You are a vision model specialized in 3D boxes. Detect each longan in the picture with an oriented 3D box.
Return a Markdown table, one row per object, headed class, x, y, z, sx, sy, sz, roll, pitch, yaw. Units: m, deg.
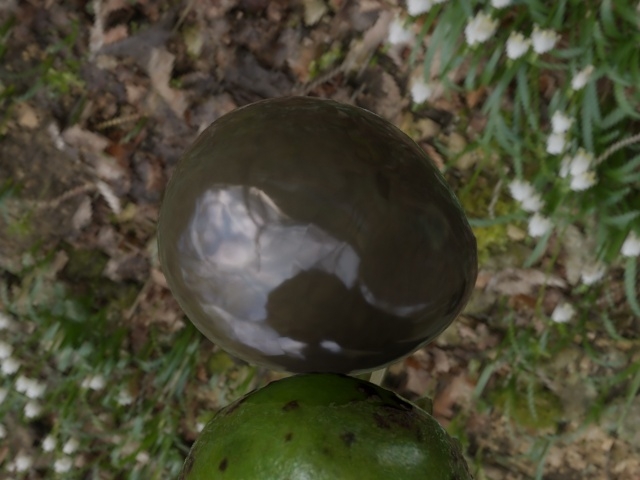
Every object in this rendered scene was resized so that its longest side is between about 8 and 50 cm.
| class | x | y | z | sx | sy | sz | roll | pitch | yaw |
| --- | --- | --- | --- | --- | --- | --- | --- | --- | --- |
| longan | 0.000 | 0.000 | 0.803 | 0.248 | 0.248 | 0.248 | 28 | 169 | 6 |

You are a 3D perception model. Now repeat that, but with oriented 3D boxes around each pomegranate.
| class | x | y | z | sx | sy | sz | roll | pitch | yaw |
| --- | --- | --- | --- | --- | --- | --- | --- | --- | --- |
| pomegranate | 0.016 | 0.185 | 0.687 | 0.211 | 0.211 | 0.263 | 24 | -162 | 23 |

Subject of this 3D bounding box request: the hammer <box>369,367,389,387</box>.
| class | x | y | z | sx | sy | sz | roll | pitch | yaw |
| --- | --- | --- | --- | --- | --- | --- | --- | --- | --- |
| hammer | 0.066 | 0.180 | 1.326 | 0.062 | 0.199 | 0.013 | 11 | 159 | 29 |
